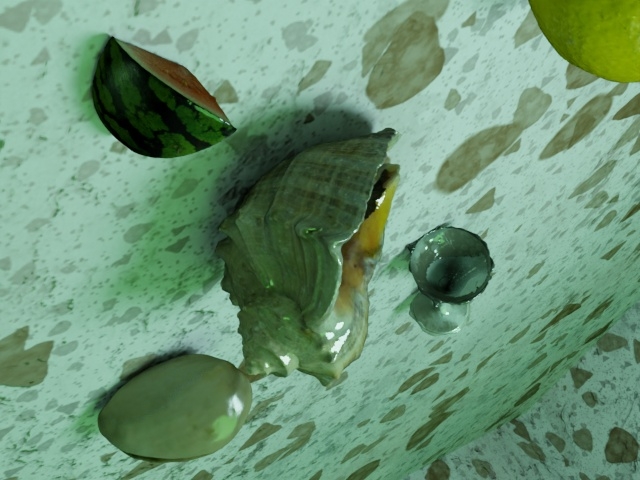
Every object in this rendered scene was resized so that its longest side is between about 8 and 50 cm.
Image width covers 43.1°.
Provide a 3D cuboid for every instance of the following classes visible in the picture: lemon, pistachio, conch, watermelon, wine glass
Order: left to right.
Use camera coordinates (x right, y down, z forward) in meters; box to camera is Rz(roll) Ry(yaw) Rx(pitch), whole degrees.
[{"bbox_3d":[-0.137,-0.128,0.754,0.125,0.135,0.094,105,7,-46],"label":"watermelon"},{"bbox_3d":[-0.214,0.252,1.212,0.238,0.153,0.138,-12,144,8],"label":"pistachio"},{"bbox_3d":[-0.017,-0.004,0.988,0.210,0.352,0.297,15,153,-3],"label":"conch"},{"bbox_3d":[0.233,0.088,1.511,0.156,0.156,0.232,-32,158,-12],"label":"wine glass"},{"bbox_3d":[0.344,-0.309,0.897,0.240,0.240,0.219,-42,141,9],"label":"lemon"}]
